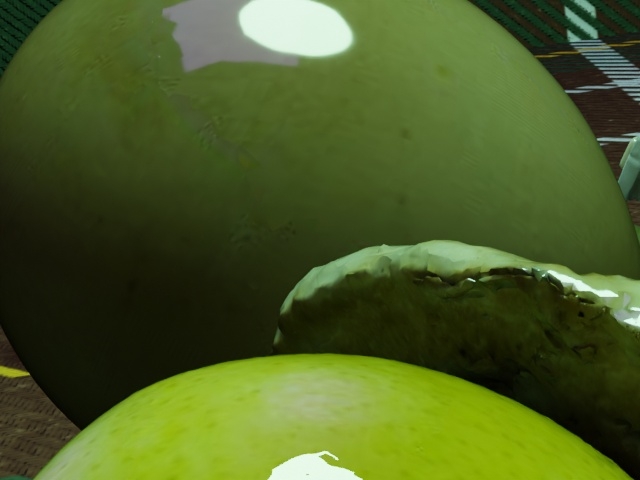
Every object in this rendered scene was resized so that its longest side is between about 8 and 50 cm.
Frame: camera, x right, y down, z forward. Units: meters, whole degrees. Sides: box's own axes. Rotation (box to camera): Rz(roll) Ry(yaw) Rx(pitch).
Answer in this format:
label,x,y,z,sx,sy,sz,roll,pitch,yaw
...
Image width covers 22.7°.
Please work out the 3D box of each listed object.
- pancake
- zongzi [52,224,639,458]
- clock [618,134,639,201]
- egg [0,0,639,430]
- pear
label,x,y,z,sx,sy,sz,roll,pitch,yaw
pancake,0.129,0.117,0.621,0.356,0.356,0.065,5,54,44
zongzi,0.072,0.079,1.040,0.418,0.181,0.447,12,25,41
clock,0.335,0.005,0.918,0.309,0.166,0.235,37,38,27
egg,0.000,0.000,0.852,0.373,0.301,0.301,21,8,-14
pear,-0.010,0.174,0.451,0.284,0.285,0.336,-1,-8,28
